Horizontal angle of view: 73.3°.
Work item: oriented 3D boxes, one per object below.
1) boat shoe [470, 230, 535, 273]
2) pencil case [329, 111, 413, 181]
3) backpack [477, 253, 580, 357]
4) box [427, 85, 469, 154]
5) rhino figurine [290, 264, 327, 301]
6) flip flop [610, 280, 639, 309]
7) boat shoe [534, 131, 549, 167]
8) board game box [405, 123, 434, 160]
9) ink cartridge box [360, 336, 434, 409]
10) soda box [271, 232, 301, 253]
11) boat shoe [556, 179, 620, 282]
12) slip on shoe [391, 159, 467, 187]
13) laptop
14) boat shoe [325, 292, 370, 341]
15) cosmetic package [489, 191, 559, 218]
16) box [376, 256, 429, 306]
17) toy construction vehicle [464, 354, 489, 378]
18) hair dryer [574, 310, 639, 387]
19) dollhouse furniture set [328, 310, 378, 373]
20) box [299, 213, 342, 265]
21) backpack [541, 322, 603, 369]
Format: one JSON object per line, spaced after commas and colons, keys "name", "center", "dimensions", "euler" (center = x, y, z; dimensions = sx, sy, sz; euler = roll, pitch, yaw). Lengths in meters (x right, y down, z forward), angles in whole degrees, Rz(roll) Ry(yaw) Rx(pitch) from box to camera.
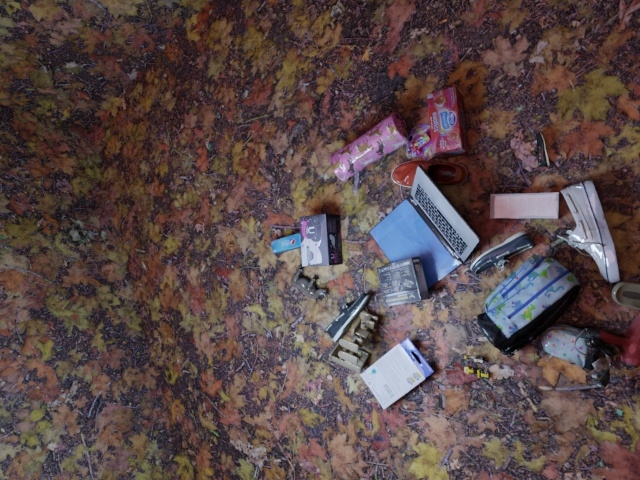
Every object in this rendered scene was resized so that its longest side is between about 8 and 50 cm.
{"name": "boat shoe", "center": [0.709, 0.064, 1.680], "dimensions": [0.254, 0.095, 0.079], "euler": [-36, 59, 17]}
{"name": "pencil case", "center": [0.219, -0.417, 1.955], "dimensions": [0.386, 0.167, 0.160], "euler": [-30, 51, 29]}
{"name": "backpack", "center": [0.749, 0.224, 1.549], "dimensions": [0.355, 0.290, 0.274], "euler": [-35, 56, 20]}
{"name": "box", "center": [0.529, -0.483, 1.782], "dimensions": [0.122, 0.128, 0.257], "euler": [-7, 85, 32]}
{"name": "rhino figurine", "center": [-0.053, 0.232, 2.172], "dimensions": [0.243, 0.073, 0.106], "euler": [35, 103, 27]}
{"name": "flip flop", "center": [1.109, 0.191, 1.401], "dimensions": [0.276, 0.080, 0.112], "euler": [10, 93, 12]}
{"name": "boat shoe", "center": [0.833, -0.344, 1.632], "dimensions": [0.042, 0.049, 0.133], "euler": [-11, 88, 24]}
{"name": "board game box", "center": [0.441, -0.430, 1.894], "dimensions": [0.133, 0.033, 0.169], "euler": [16, 98, 32]}
{"name": "ink cartridge box", "center": [0.343, 0.588, 1.918], "dimensions": [0.311, 0.065, 0.186], "euler": [-47, 66, 25]}
{"name": "soda box", "center": [-0.154, 0.013, 2.241], "dimensions": [0.210, 0.071, 0.067], "euler": [-15, 82, 31]}
{"name": "boat shoe", "center": [0.924, -0.022, 1.517], "dimensions": [0.156, 0.135, 0.368], "euler": [-17, 77, 31]}
{"name": "slip on shoe", "center": [0.453, -0.287, 1.843], "dimensions": [0.331, 0.101, 0.123], "euler": [8, 96, 34]}
{"name": "laptop", "center": [0.409, -0.023, 1.795], "dimensions": [0.236, 0.408, 0.382], "euler": [-31, 70, -7]}
{"name": "boat shoe", "center": [0.122, 0.350, 2.033], "dimensions": [0.091, 0.114, 0.303], "euler": [42, 110, 20]}
{"name": "cosmetic package", "center": [0.782, -0.131, 1.653], "dimensions": [0.238, 0.060, 0.099], "euler": [3, 93, 33]}
{"name": "box", "center": [0.355, 0.182, 1.873], "dimensions": [0.231, 0.056, 0.183], "euler": [-25, 74, 54]}
{"name": "toy construction vehicle", "center": [0.637, 0.511, 1.752], "dimensions": [0.098, 0.035, 0.086], "euler": [-1, 99, 35]}
{"name": "hair dryer", "center": [1.001, 0.340, 1.430], "dimensions": [0.293, 0.080, 0.224], "euler": [-35, 107, -10]}
{"name": "dollhouse furniture set", "center": [0.137, 0.462, 1.960], "dimensions": [0.160, 0.212, 0.242], "euler": [19, 126, 24]}
{"name": "box", "center": [0.000, 0.000, 2.101], "dimensions": [0.163, 0.142, 0.248], "euler": [-5, 86, 32]}
{"name": "backpack", "center": [0.894, 0.366, 1.540], "dimensions": [0.181, 0.115, 0.152], "euler": [18, 101, 34]}
